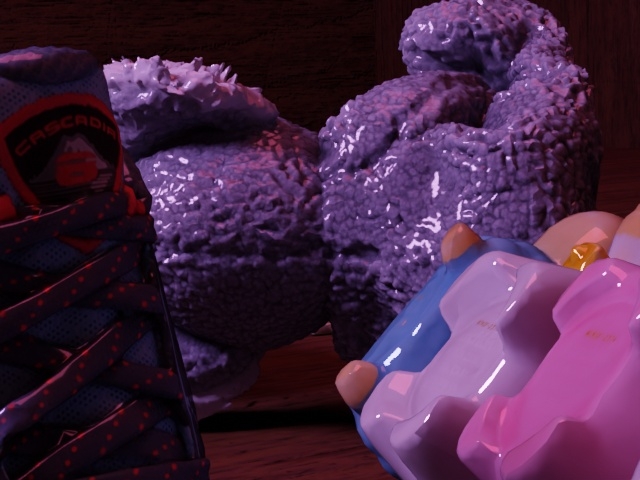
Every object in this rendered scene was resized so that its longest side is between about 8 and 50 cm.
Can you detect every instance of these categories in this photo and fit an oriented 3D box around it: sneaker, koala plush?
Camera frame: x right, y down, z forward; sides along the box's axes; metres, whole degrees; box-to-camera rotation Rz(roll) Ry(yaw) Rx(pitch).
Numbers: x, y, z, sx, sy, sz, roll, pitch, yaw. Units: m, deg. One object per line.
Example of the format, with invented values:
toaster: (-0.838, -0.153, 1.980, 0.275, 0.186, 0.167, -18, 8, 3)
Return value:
sneaker: (-0.083, 0.018, 0.400, 0.262, 0.125, 0.104, 44, 22, 19)
koala plush: (0.005, -0.007, 0.814, 0.221, 0.196, 0.203, 2, 15, -3)

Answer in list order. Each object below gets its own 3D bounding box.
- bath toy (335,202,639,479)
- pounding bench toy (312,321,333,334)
bath toy: (0.115, 0.054, 0.497, 0.129, 0.151, 0.348, 41, -3, -10)
pounding bench toy: (0.015, 0.022, 1.093, 0.052, 0.065, 0.083, -4, 6, -17)
